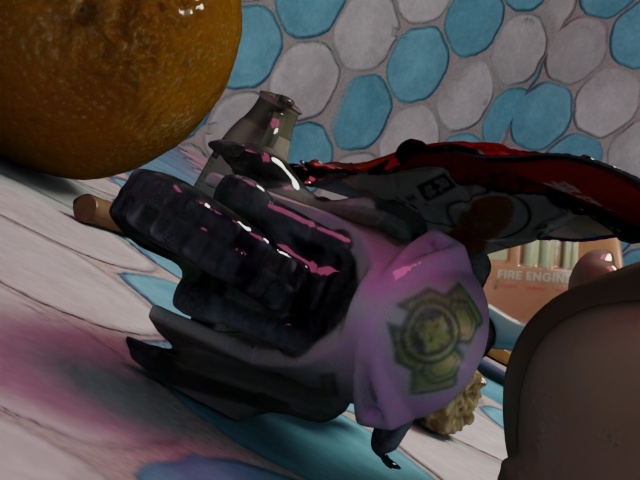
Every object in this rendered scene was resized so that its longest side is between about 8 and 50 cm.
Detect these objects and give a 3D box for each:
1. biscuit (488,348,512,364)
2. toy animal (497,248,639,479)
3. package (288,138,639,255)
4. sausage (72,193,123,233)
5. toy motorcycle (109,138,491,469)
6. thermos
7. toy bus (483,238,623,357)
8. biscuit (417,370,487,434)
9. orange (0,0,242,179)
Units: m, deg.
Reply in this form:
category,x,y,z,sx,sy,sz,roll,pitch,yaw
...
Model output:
category,x,y,z,sx,sy,sz,roll,pitch,yaw
biscuit,0.237,0.146,1.957,0.236,0.040,0.144,24,10,-22
toy animal,0.187,0.116,0.730,0.221,0.210,0.229,-8,4,-43
package,0.106,-0.026,0.747,0.194,0.071,0.269,7,-5,-37
sausage,-0.175,-0.017,1.176,0.026,0.026,0.116,30,3,29
toy motorcycle,0.007,0.043,0.733,0.188,0.143,0.327,21,-8,15
thermos,-0.090,-0.105,1.763,0.105,0.193,0.137,28,4,-9
toy bus,0.244,0.039,1.656,0.288,0.232,0.194,7,6,2
biscuit,0.050,0.086,1.029,0.168,0.070,0.082,32,8,23
orange,-0.242,-0.217,1.279,0.322,0.322,0.357,27,-5,-16
